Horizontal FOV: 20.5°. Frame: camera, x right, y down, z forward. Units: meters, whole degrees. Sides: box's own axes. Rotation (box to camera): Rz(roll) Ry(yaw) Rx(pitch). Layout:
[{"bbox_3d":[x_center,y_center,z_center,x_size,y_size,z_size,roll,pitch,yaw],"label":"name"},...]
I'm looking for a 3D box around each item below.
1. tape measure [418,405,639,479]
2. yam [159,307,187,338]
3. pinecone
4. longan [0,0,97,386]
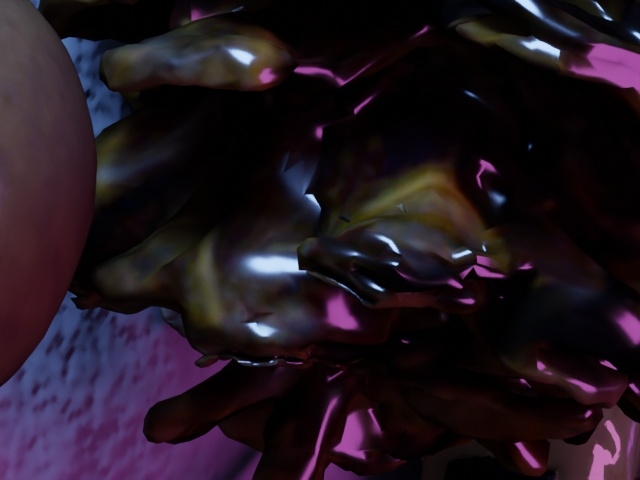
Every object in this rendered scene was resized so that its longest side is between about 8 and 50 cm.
[{"bbox_3d":[0.101,0.099,0.686,0.200,0.106,0.175,-55,142,-43],"label":"tape measure"},{"bbox_3d":[0.000,0.000,0.576,0.145,0.032,0.032,-25,115,-55],"label":"yam"},{"bbox_3d":[0.043,-0.059,0.441,0.243,0.243,0.257,52,40,-49],"label":"pinecone"},{"bbox_3d":[-0.092,-0.011,0.363,0.113,0.092,0.113,-2,90,-84],"label":"longan"}]
